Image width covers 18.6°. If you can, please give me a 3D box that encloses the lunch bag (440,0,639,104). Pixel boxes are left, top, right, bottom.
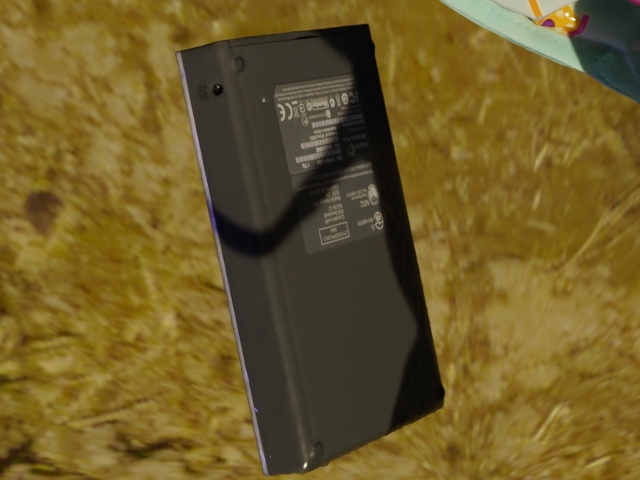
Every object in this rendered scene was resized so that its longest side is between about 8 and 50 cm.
[{"bbox_3d":[0.107,-0.189,0.720,0.160,0.262,0.223,13,82,41],"label":"lunch bag"}]

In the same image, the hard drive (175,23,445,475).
[{"bbox_3d":[0.000,0.000,0.635,0.022,0.094,0.135,-10,93,32],"label":"hard drive"}]
